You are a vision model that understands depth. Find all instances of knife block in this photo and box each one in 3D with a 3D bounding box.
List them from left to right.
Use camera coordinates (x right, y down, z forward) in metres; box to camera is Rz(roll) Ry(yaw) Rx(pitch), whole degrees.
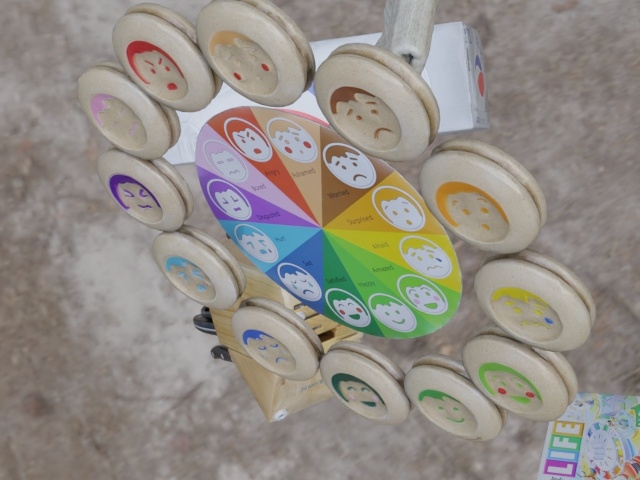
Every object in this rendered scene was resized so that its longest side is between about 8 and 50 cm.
[{"bbox_3d":[-0.058,0.029,1.321,0.242,0.088,0.275,57,156,29],"label":"knife block"}]

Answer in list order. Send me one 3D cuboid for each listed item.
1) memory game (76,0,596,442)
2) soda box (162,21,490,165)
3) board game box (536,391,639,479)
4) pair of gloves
[{"bbox_3d":[0.000,0.000,0.447,0.186,0.012,0.186,27,148,19],"label":"memory game"},{"bbox_3d":[-0.004,-0.123,1.235,0.286,0.098,0.091,-6,92,15],"label":"soda box"},{"bbox_3d":[0.227,0.179,1.132,0.103,0.154,0.026,2,123,16],"label":"board game box"},{"bbox_3d":[0.041,-0.126,0.853,0.042,0.204,0.240,18,154,-1],"label":"pair of gloves"}]
